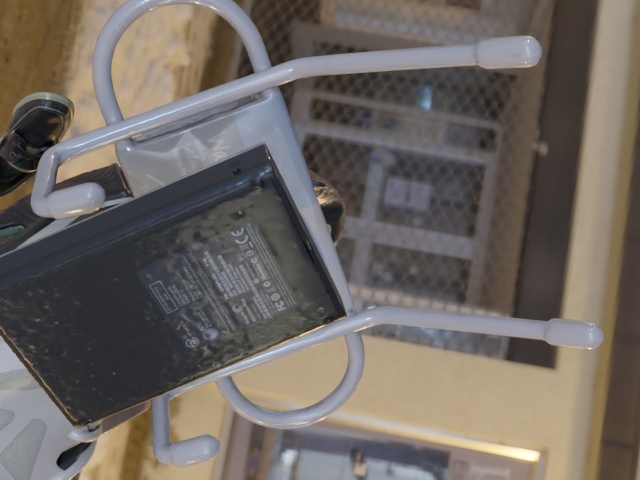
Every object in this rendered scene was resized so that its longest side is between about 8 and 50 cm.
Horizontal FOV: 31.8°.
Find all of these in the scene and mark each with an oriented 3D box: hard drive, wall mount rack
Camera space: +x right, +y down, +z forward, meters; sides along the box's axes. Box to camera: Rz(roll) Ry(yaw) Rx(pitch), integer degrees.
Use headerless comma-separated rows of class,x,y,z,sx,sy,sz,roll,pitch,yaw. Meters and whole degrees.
hard drive,-0.067,0.024,0.483,0.022,0.135,0.094,-109,174,-51
wall mount rack,0.000,0.000,0.723,0.130,0.304,0.350,-109,180,-61

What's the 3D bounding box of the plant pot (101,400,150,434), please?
plant pot,-0.351,0.121,1.393,0.280,0.323,0.323,63,2,1

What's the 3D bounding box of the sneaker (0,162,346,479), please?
sneaker,-0.187,0.090,0.953,0.169,0.447,0.258,-125,-155,-59

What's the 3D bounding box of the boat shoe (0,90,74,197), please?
boat shoe,-0.399,-0.125,1.534,0.223,0.080,0.073,-34,-134,48

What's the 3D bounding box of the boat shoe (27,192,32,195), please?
boat shoe,-0.272,0.045,1.058,0.065,0.083,0.183,-54,136,-65
